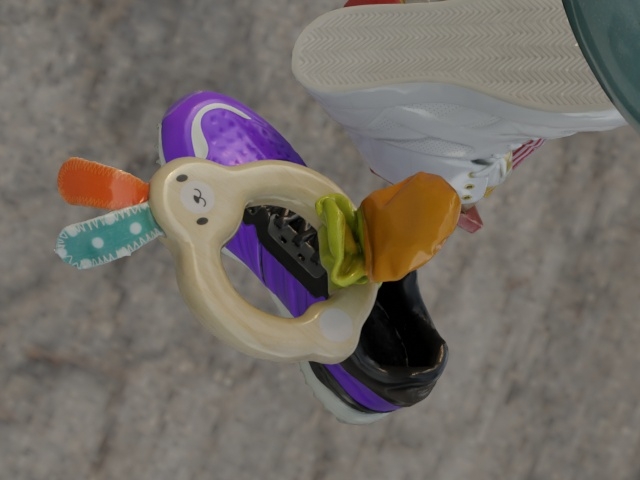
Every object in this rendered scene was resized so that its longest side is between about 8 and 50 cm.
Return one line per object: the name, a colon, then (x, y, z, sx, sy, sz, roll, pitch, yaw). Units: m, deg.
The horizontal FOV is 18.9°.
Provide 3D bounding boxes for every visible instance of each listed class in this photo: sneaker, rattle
sneaker: (0.001, 0.000, 1.427, 0.102, 0.146, 0.293, -40, 98, -27)
sneaker: (0.142, -0.102, 1.426, 0.169, 0.292, 0.108, 52, 49, -54)
rattle: (-0.044, -0.013, 1.090, 0.130, 0.199, 0.143, -64, -169, -12)

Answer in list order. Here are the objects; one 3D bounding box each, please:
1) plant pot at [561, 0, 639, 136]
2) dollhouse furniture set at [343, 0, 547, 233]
plant pot: (0.236, -0.197, 1.042, 0.293, 0.196, 0.293, -38, 165, -12)
dollhouse furniture set: (0.124, -0.206, 1.930, 0.152, 0.374, 0.201, 31, 114, -34)
